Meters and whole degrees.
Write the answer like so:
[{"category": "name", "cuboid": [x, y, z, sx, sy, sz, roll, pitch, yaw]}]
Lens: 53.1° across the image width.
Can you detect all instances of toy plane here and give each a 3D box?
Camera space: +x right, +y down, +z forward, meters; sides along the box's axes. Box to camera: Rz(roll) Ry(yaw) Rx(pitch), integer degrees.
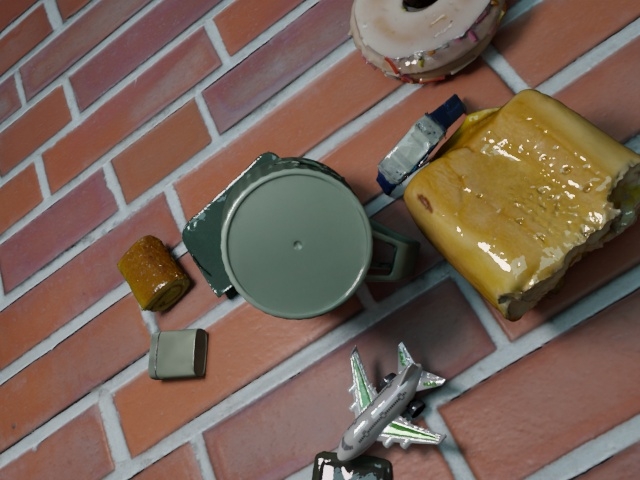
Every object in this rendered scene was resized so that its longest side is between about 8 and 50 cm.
[{"category": "toy plane", "cuboid": [0.125, 0.333, 1.248, 0.251, 0.101, 0.255, 41, 95, 32]}]

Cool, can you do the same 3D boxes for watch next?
[{"category": "watch", "cuboid": [0.223, -0.212, 1.330, 0.068, 0.274, 0.276, 42, 93, 5]}]

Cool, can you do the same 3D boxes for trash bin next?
[{"category": "trash bin", "cuboid": [-0.341, 0.272, 1.528, 0.130, 0.059, 0.116, -8, 69, 22]}]

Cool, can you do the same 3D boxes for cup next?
[{"category": "cup", "cuboid": [-0.009, -0.023, 1.264, 0.401, 0.392, 0.310, -17, 97, -2]}]

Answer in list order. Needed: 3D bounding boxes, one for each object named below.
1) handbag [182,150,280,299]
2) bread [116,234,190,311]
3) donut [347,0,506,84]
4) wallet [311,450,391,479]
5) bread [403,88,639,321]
[{"category": "handbag", "cuboid": [-0.167, -0.039, 1.552, 0.326, 0.089, 0.238, -40, 60, 7]}, {"category": "bread", "cuboid": [-0.421, 0.084, 1.617, 0.132, 0.103, 0.172, -44, 59, 5]}, {"category": "donut", "cuboid": [0.256, -0.536, 1.506, 0.382, 0.142, 0.382, -10, 66, 24]}, {"category": "wallet", "cuboid": [0.049, 0.540, 1.235, 0.168, 0.052, 0.245, -1, 67, 22]}, {"category": "bread", "cuboid": [0.372, -0.078, 1.210, 0.361, 0.250, 0.394, -43, 54, 3]}]
